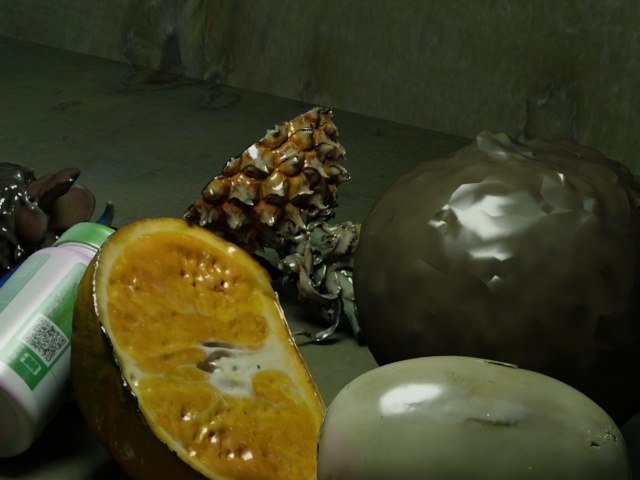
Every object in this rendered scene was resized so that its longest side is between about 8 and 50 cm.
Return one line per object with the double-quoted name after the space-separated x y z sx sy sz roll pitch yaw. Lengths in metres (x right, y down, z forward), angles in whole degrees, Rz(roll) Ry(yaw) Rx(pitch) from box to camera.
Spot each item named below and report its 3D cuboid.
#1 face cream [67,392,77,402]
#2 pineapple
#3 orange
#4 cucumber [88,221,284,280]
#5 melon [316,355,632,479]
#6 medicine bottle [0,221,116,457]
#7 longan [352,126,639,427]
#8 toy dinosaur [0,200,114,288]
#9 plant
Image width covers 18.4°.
-0.339 0.127 2.222 0.349 0.081 0.173 4 23 -19 "face cream"
0.000 0.000 2.583 0.271 0.262 0.262 50 28 11 "pineapple"
-0.128 0.128 2.004 0.274 0.310 0.274 -6 1 0 "orange"
-0.197 0.028 2.664 0.300 0.072 0.072 9 16 -5 "cucumber"
0.152 0.227 1.925 0.317 0.223 0.223 9 16 -2 "melon"
-0.294 0.097 2.100 0.133 0.133 0.274 15 42 18 "medicine bottle"
0.235 0.053 2.294 0.391 0.391 0.391 9 16 -3 "longan"
-0.362 0.034 2.354 0.188 0.247 0.075 28 -1 -8 "toy dinosaur"
-0.388 -0.010 2.475 0.234 0.204 0.178 3 24 14 "plant"
